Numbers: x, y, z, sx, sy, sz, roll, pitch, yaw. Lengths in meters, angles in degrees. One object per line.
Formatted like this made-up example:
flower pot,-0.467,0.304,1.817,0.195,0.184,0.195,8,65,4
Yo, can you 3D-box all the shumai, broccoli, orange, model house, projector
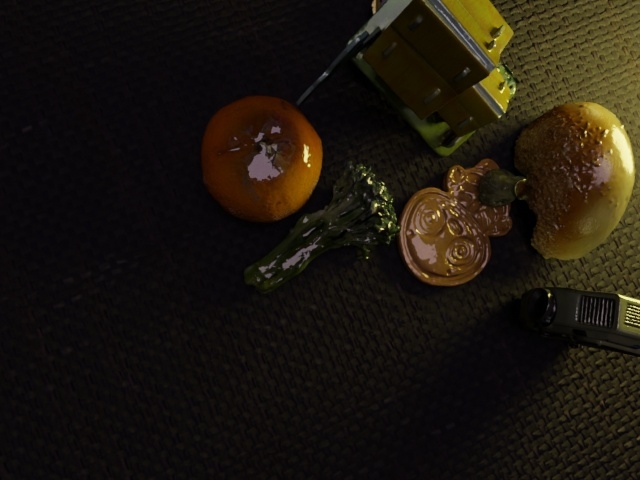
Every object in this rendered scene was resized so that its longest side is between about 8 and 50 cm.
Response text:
shumai,0.351,-0.105,0.943,0.083,0.080,0.082,-26,85,-16
broccoli,-0.003,-0.004,0.899,0.304,0.145,0.165,-34,86,1
orange,-0.103,-0.143,0.867,0.223,0.170,0.224,1,82,-11
model house,0.167,-0.256,0.840,0.340,0.324,0.300,-43,99,10
projector,0.467,0.143,0.879,0.193,0.269,0.088,16,82,-7

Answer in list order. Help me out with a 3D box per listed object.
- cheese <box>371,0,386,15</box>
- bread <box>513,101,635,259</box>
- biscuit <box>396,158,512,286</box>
cheese,0.171,-0.422,0.998,0.156,0.064,0.250,10,95,-7
bread,0.484,-0.125,0.951,0.171,0.192,0.315,7,83,-10
biscuit,0.275,-0.038,0.986,0.288,0.044,0.202,-40,91,-9
